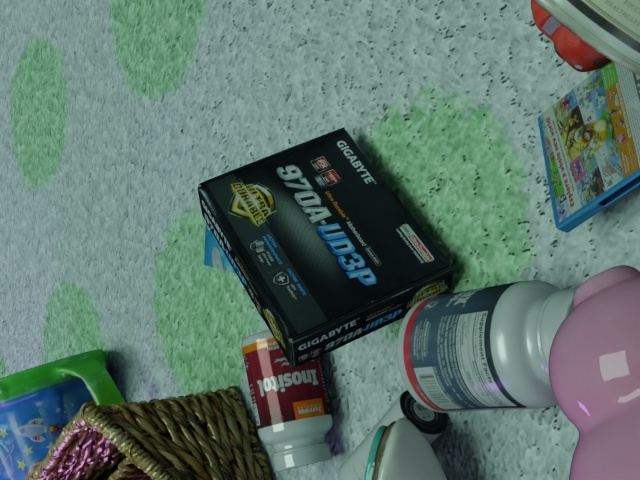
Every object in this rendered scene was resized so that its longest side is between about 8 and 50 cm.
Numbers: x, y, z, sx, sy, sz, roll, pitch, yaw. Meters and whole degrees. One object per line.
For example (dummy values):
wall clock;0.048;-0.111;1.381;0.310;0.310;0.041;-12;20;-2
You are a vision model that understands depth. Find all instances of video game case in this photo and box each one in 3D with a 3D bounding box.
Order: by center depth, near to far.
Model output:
video game case;0.238;-0.095;0.761;0.166;0.015;0.119;-41;40;45

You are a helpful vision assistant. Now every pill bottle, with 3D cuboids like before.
pill bottle;0.161;0.090;0.825;0.180;0.108;0.108;-15;80;51
pill bottle;-0.034;0.177;1.096;0.086;0.086;0.152;-28;71;49

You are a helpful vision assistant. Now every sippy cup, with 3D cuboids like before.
sippy cup;-0.413;0.308;1.495;0.305;0.240;0.224;147;105;-72

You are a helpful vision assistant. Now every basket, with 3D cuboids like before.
basket;-0.223;0.347;1.236;0.299;0.223;0.213;-48;55;41

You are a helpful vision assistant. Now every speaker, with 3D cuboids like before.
speaker;0.070;0.211;0.988;0.055;0.055;0.136;59;134;32

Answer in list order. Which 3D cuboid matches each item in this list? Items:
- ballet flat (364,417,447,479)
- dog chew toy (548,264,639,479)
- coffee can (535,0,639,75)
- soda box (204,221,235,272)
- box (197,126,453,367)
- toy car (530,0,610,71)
ballet flat;0.095;0.358;0.926;0.139;0.139;0.400;26;115;49
dog chew toy;0.256;0.168;0.619;0.206;0.206;0.332;-44;62;44
coffee can;0.254;-0.260;0.596;0.275;0.201;0.201;-52;53;34
soda box;-0.050;0.010;1.120;0.210;0.071;0.067;10;99;51
box;0.000;0.000;0.973;0.220;0.175;0.051;57;161;34
toy car;0.169;-0.269;0.836;0.225;0.053;0.239;16;101;52
